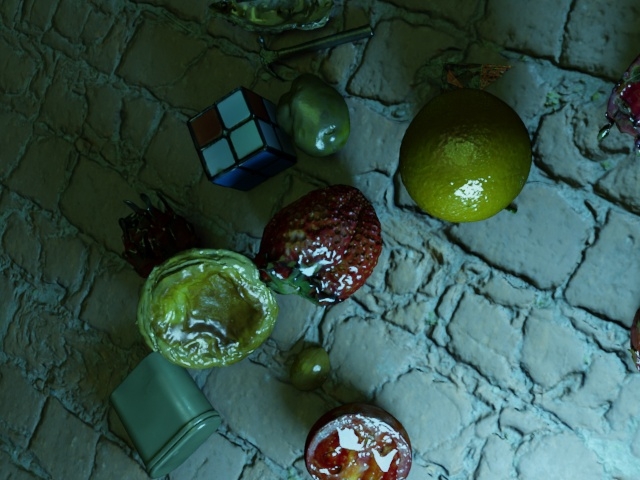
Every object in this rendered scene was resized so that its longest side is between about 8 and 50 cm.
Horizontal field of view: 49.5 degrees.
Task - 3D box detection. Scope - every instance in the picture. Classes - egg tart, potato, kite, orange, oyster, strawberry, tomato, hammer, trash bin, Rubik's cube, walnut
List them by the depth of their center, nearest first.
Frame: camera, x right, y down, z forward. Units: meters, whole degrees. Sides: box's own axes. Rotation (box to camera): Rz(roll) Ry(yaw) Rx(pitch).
[{"bbox_3d":[0.292,-0.172,1.413,0.274,0.274,0.275,-2,85,25],"label":"orange"},{"bbox_3d":[0.082,0.445,1.536,0.233,0.140,0.200,26,107,-10],"label":"tomato"},{"bbox_3d":[0.310,-0.358,1.557,0.222,0.008,0.125,-39,71,18],"label":"kite"},{"bbox_3d":[0.000,0.000,1.571,0.238,0.250,0.289,-1,60,58],"label":"strawberry"},{"bbox_3d":[-0.015,-0.294,1.641,0.200,0.137,0.155,53,138,19],"label":"potato"},{"bbox_3d":[-0.031,0.307,1.645,0.091,0.052,0.121,34,103,20],"label":"walnut"},{"bbox_3d":[-0.273,0.149,1.674,0.352,0.352,0.150,-45,28,16],"label":"egg tart"},{"bbox_3d":[-0.012,-0.475,1.693,0.297,0.027,0.125,-11,105,19],"label":"hammer"},{"bbox_3d":[-0.190,-0.242,1.697,0.183,0.167,0.180,-25,75,20],"label":"Rubik's cube"},{"bbox_3d":[-0.126,-0.579,1.746,0.344,0.078,0.129,6,81,21],"label":"oyster"},{"bbox_3d":[-0.403,0.437,1.778,0.243,0.121,0.247,-47,66,15],"label":"trash bin"}]

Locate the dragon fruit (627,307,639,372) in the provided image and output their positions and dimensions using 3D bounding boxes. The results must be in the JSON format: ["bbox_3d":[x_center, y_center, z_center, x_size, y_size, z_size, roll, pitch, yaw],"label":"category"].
[{"bbox_3d":[0.683,0.188,1.264,0.223,0.148,0.219,36,100,22],"label":"dragon fruit"}]

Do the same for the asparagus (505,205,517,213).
[{"bbox_3d":[0.351,-0.090,1.514,0.162,0.016,0.016,21,114,24],"label":"asparagus"}]

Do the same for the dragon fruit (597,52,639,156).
[{"bbox_3d":[0.649,-0.265,1.295,0.147,0.211,0.282,49,133,26],"label":"dragon fruit"}]

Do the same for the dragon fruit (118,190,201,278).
[{"bbox_3d":[-0.410,0.003,1.746,0.193,0.274,0.192,-13,42,48],"label":"dragon fruit"}]
